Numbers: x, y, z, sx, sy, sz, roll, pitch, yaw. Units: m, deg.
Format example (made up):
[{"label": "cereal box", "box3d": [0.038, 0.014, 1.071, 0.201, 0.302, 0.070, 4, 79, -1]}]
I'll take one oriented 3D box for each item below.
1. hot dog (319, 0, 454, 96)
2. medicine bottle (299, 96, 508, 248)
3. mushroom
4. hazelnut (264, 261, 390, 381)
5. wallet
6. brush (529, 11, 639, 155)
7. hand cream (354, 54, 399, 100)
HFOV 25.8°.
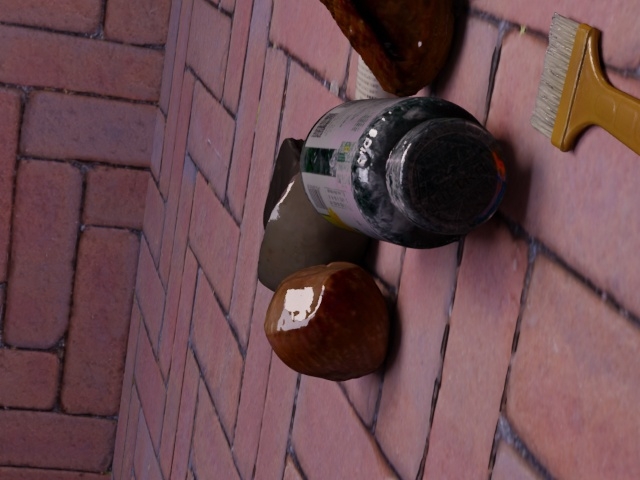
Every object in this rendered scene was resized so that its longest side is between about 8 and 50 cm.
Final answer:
[{"label": "hot dog", "box3d": [0.055, -0.258, 1.445, 0.227, 0.099, 0.160, 60, 157, -14]}, {"label": "medicine bottle", "box3d": [0.079, -0.067, 1.330, 0.293, 0.141, 0.141, -164, 80, -75]}, {"label": "mushroom", "box3d": [0.000, 0.000, 1.660, 0.117, 0.141, 0.188, 44, 135, 26]}, {"label": "hazelnut", "box3d": [0.012, 0.095, 1.557, 0.154, 0.143, 0.143, -5, 79, 54]}, {"label": "wallet", "box3d": [-0.030, -0.019, 1.910, 0.309, 0.042, 0.165, -113, 30, -60]}, {"label": "brush", "box3d": [0.222, -0.098, 1.060, 0.272, 0.013, 0.103, -124, 42, -66]}, {"label": "hand cream", "box3d": [0.068, -0.188, 1.590, 0.095, 0.059, 0.276, -125, 38, -59]}]
